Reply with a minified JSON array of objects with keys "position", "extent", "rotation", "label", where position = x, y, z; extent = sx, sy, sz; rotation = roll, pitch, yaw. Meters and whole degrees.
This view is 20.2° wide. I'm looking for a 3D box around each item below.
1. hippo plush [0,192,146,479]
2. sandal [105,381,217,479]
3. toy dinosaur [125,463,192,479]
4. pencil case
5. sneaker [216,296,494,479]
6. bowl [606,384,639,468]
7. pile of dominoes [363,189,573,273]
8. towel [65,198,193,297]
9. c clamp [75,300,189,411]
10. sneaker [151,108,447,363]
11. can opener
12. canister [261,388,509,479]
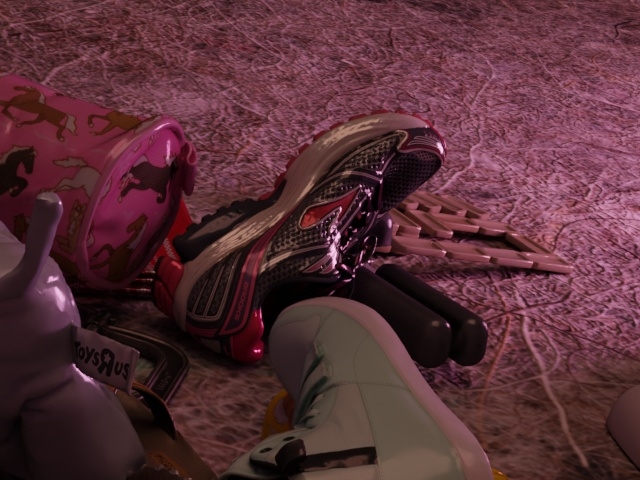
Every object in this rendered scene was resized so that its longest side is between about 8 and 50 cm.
[{"position":[-0.255,0.113,1.116],"extent":[0.236,0.234,0.294],"rotation":[-30,17,-19],"label":"hippo plush"},{"position":[-0.136,0.131,1.278],"extent":[0.072,0.049,0.180],"rotation":[-16,36,-41],"label":"sandal"},{"position":[-0.134,0.204,1.000],"extent":[0.160,0.121,0.313],"rotation":[-2,17,-1],"label":"toy dinosaur"},{"position":[-0.296,-0.088,1.516],"extent":[0.386,0.167,0.160],"rotation":[23,-6,22],"label":"pencil case"},{"position":[-0.013,0.115,1.162],"extent":[0.151,0.094,0.256],"rotation":[-8,27,-25],"label":"sneaker"},{"position":[0.321,0.160,1.476],"extent":[0.142,0.053,0.142],"rotation":[4,24,-20],"label":"bowl"},{"position":[0.107,-0.006,1.838],"extent":[0.251,0.040,0.196],"rotation":[8,19,-37],"label":"pile of dominoes"},{"position":[-0.241,-0.015,1.603],"extent":[0.274,0.031,0.199],"rotation":[4,28,-21],"label":"towel"},{"position":[-0.173,0.093,1.409],"extent":[0.137,0.022,0.161],"rotation":[19,20,-3],"label":"c clamp"},{"position":[0.000,0.000,1.542],"extent":[0.299,0.121,0.112],"rotation":[-38,58,-23],"label":"sneaker"},{"position":[0.054,0.024,1.609],"extent":[0.076,0.095,0.283],"rotation":[0,17,-29],"label":"can opener"},{"position":[0.046,0.165,1.272],"extent":[0.126,0.073,0.170],"rotation":[-1,23,-30],"label":"canister"}]
